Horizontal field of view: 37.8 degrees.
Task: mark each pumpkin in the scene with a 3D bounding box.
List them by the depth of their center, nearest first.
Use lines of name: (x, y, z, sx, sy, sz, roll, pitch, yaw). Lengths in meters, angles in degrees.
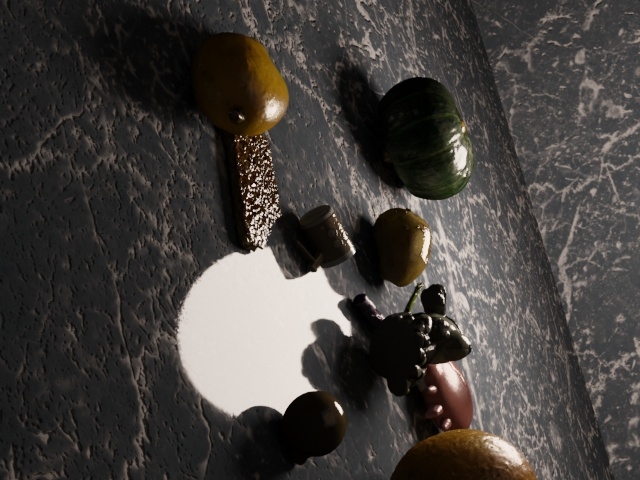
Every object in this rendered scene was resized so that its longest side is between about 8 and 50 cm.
pumpkin: (0.245, -0.233, 2.212, 0.300, 0.207, 0.300, 61, 12, -23)

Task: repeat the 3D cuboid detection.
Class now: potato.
potato: (0.175, 0.013, 1.982, 0.137, 0.137, 0.176, 30, 48, -55)

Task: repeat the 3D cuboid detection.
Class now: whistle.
whistle: (0.117, 0.165, 1.860, 0.176, 0.033, 0.033, 51, 31, -37)

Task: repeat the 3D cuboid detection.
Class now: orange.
orange: (0.255, 0.468, 1.663, 0.274, 0.274, 0.274, 44, 36, -45)

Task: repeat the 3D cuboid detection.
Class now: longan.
longan: (-0.013, 0.290, 1.440, 0.106, 0.106, 0.119, 31, 88, -55)

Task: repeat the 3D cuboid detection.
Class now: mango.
mango: (-0.130, -0.266, 1.549, 0.176, 0.119, 0.317, 41, 21, -14)

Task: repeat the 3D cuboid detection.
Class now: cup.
cup: (-0.002, -0.002, 1.710, 0.099, 0.102, 0.074, 62, -12, -17)

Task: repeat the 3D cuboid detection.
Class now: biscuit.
biscuit: (-0.109, -0.089, 1.578, 0.131, 0.026, 0.237, 22, 52, -57)

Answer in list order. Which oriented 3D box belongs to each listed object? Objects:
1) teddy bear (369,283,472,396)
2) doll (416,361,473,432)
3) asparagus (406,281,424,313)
teddy bear: (0.214, 0.182, 1.830, 0.251, 0.144, 0.171, -20, 116, -46)
doll: (0.270, 0.337, 1.989, 0.262, 0.093, 0.211, 64, 22, -14)
asparagus: (0.212, 0.129, 2.109, 0.016, 0.013, 0.166, 27, 28, 5)
